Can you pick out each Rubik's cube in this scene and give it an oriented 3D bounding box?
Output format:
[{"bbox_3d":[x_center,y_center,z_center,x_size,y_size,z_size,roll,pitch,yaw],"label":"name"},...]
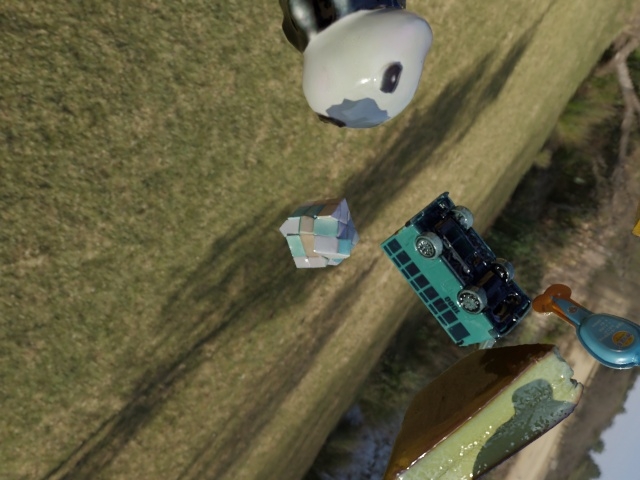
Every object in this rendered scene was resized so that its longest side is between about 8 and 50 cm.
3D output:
[{"bbox_3d":[0.001,-0.002,0.874,0.075,0.084,0.073,-24,-165,37],"label":"Rubik's cube"}]

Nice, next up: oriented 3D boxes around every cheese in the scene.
[{"bbox_3d":[0.219,0.068,0.602,0.047,0.111,0.017,-31,130,-16],"label":"cheese"}]

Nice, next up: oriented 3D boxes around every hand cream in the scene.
[{"bbox_3d":[0.266,0.149,1.189,0.248,0.052,0.075,-27,119,-77],"label":"hand cream"}]

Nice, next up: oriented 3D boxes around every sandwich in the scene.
[{"bbox_3d":[0.172,0.203,0.839,0.258,0.094,0.096,-40,-164,15],"label":"sandwich"}]

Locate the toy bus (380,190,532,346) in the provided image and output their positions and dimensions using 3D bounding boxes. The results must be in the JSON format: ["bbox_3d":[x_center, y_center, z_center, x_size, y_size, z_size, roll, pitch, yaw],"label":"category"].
[{"bbox_3d":[0.150,0.038,0.835,0.079,0.160,0.092,-37,177,-35],"label":"toy bus"}]

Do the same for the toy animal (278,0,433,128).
[{"bbox_3d":[0.058,-0.302,1.120,0.212,0.267,0.212,-19,174,-2],"label":"toy animal"}]

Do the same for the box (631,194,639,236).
[{"bbox_3d":[0.461,-0.133,0.688,0.116,0.264,0.415,94,22,-50],"label":"box"}]
